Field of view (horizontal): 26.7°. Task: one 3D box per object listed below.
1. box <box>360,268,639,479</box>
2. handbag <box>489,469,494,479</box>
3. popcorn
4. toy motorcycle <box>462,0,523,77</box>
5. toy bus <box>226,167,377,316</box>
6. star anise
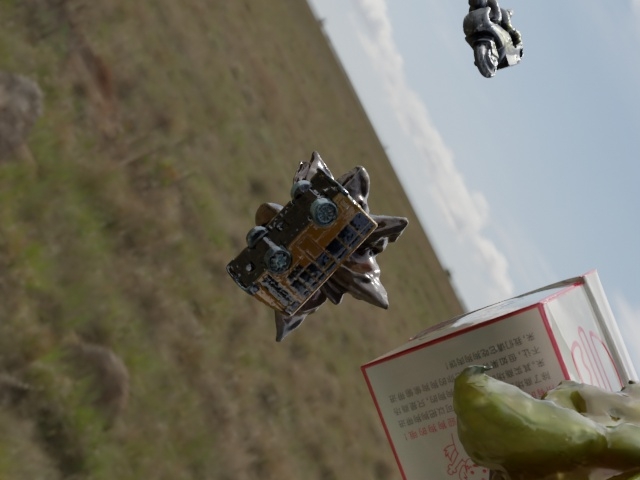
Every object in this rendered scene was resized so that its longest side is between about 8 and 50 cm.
[{"bbox_3d":[0.286,0.249,1.983,0.300,0.314,0.312,-12,81,-64],"label":"box"},{"bbox_3d":[0.264,0.291,1.650,0.205,0.116,0.179,82,12,-63],"label":"handbag"},{"bbox_3d":[0.282,0.240,1.200,0.321,0.325,0.290,16,37,-47],"label":"popcorn"},{"bbox_3d":[0.256,-0.313,2.022,0.193,0.061,0.124,-35,106,-59],"label":"toy motorcycle"},{"bbox_3d":[-0.027,0.008,1.923,0.114,0.201,0.098,43,0,-32],"label":"toy bus"},{"bbox_3d":[0.003,0.018,2.114,0.108,0.315,0.315,11,49,-56],"label":"star anise"}]
